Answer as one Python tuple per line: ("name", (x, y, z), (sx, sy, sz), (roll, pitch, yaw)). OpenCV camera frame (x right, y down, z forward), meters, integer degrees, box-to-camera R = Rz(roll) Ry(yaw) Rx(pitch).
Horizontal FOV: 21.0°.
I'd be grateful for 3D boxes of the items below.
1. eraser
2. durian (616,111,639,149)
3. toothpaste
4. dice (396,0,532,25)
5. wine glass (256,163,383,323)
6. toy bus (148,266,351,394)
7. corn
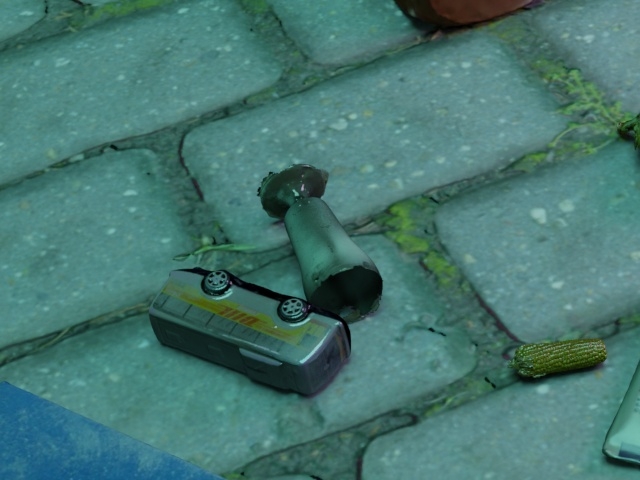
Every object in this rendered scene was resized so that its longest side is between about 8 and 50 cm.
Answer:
("eraser", (-0.169, 0.219, 1.352), (0.312, 0.042, 0.144), (19, 49, 26))
("durian", (0.357, -0.097, 1.575), (0.208, 0.102, 0.146), (-1, 36, 41))
("toothpaste", (0.285, 0.097, 1.418), (0.062, 0.037, 0.216), (11, 51, 18))
("dice", (0.141, -0.342, 1.793), (0.174, 0.175, 0.179), (-22, 46, -13))
("wine glass", (0.000, 0.000, 1.536), (0.072, 0.072, 0.155), (-18, 45, -10))
("toy bus", (-0.062, 0.076, 1.476), (0.172, 0.057, 0.072), (18, 55, 26))
("corn", (0.196, 0.097, 1.435), (0.083, 0.027, 0.028), (-8, 23, -1))
